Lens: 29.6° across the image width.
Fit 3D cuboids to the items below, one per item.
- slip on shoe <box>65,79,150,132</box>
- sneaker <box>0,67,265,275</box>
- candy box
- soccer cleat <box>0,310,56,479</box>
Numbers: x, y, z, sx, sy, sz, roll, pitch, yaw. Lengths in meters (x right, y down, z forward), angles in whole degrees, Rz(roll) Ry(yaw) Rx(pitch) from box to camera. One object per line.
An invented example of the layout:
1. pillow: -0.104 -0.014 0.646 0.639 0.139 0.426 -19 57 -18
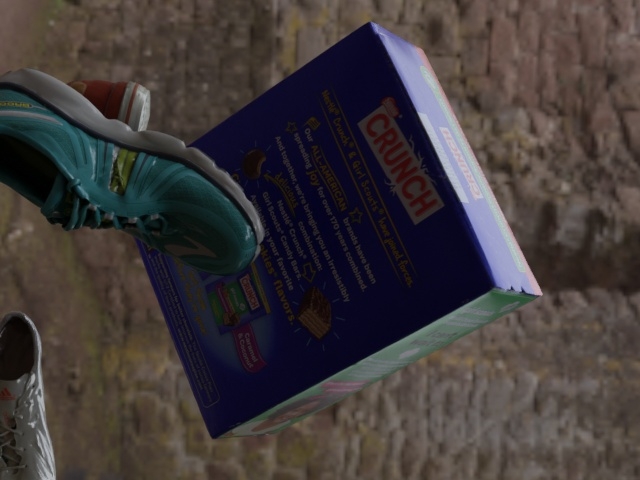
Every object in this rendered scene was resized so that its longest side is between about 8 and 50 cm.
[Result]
1. slip on shoe: -0.256 -0.108 1.392 0.331 0.101 0.123 133 -31 -75
2. sneaker: -0.180 -0.037 1.000 0.110 0.275 0.107 -63 177 -54
3. candy box: 0.000 0.000 1.125 0.122 0.317 0.268 6 58 -59
4. soccer cleat: -0.280 0.160 1.106 0.076 0.068 0.196 113 -29 -65
